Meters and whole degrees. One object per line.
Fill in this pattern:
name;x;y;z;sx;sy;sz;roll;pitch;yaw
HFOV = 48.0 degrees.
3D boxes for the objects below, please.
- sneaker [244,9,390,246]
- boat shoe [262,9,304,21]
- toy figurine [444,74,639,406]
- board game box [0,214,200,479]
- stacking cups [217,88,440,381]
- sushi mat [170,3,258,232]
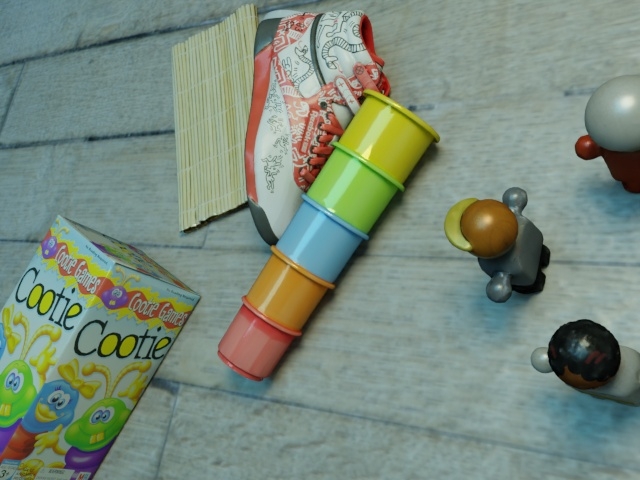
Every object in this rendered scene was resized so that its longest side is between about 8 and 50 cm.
sneaker;0.000;-0.130;0.799;0.145;0.090;0.270;-3;78;19
boat shoe;-0.022;-0.257;0.896;0.142;0.049;0.040;15;80;35
toy figurine;0.227;0.007;0.549;0.209;0.148;0.213;-37;55;16
board game box;-0.296;0.135;0.855;0.144;0.142;0.275;30;89;39
stacking cups;0.000;0.000;0.756;0.096;0.096;0.316;38;98;39
sushi mat;-0.136;-0.170;0.956;0.151;0.019;0.317;-23;59;26
